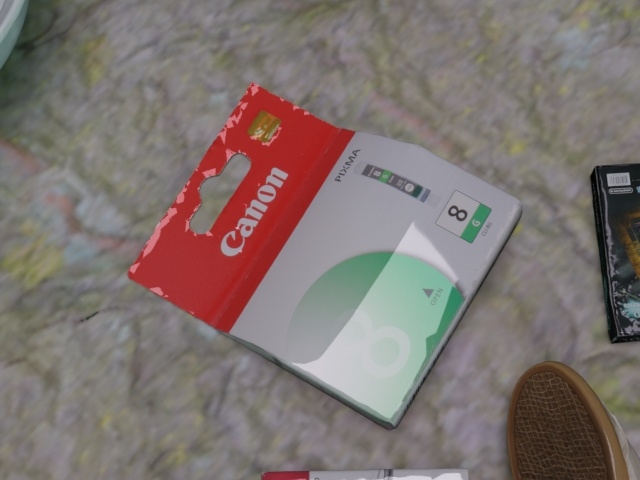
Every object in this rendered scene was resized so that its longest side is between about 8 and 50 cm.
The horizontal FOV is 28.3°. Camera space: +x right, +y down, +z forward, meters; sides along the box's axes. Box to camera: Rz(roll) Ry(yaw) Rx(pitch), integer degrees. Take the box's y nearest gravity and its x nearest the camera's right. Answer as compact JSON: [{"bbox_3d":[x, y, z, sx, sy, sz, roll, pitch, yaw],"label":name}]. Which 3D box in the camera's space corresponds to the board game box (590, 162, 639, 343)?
[{"bbox_3d":[0.288,0.004,0.883,0.186,0.026,0.126,-3,73,2],"label":"board game box"}]

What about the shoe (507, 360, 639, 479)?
[{"bbox_3d":[0.182,0.183,0.823,0.076,0.058,0.219,-29,66,26],"label":"shoe"}]

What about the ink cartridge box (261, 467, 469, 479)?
[{"bbox_3d":[0.031,0.198,0.819,0.135,0.056,0.099,-2,72,3],"label":"ink cartridge box"}]

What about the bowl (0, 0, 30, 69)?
[{"bbox_3d":[-0.332,-0.180,0.916,0.298,0.134,0.297,-1,72,3],"label":"bowl"}]

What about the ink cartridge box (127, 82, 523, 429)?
[{"bbox_3d":[0.000,0.000,0.886,0.225,0.056,0.181,30,76,9],"label":"ink cartridge box"}]
